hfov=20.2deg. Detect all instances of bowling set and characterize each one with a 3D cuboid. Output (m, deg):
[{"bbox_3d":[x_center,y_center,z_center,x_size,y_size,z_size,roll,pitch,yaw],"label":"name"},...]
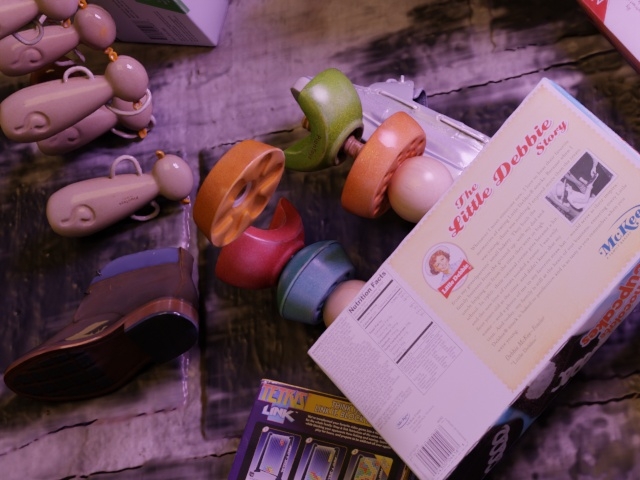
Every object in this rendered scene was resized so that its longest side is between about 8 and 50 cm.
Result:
[{"bbox_3d":[-0.240,-0.168,1.811,0.154,0.287,0.200,-19,29,9],"label":"bowling set"}]

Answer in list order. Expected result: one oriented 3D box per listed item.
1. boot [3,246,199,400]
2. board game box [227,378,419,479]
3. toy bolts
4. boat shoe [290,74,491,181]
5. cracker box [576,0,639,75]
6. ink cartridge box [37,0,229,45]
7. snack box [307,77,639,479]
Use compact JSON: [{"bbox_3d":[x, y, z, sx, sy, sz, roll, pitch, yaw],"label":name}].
[{"bbox_3d":[-0.210,0.083,1.761,0.219,0.082,0.106,-20,40,21],"label":"boot"},{"bbox_3d":[0.005,0.211,1.610,0.170,0.048,0.141,12,72,28],"label":"board game box"},{"bbox_3d":[0.000,0.000,1.602,0.158,0.228,0.218,35,44,17],"label":"toy bolts"},{"bbox_3d":[0.076,-0.109,1.701,0.227,0.079,0.081,32,75,26],"label":"boat shoe"},{"bbox_3d":[0.367,-0.238,1.621,0.232,0.067,0.156,-40,58,5],"label":"cracker box"},{"bbox_3d":[-0.217,-0.274,1.852,0.208,0.153,0.087,6,71,25],"label":"ink cartridge box"},{"bbox_3d":[0.154,0.041,1.523,0.322,0.060,0.187,-49,55,10],"label":"snack box"}]
